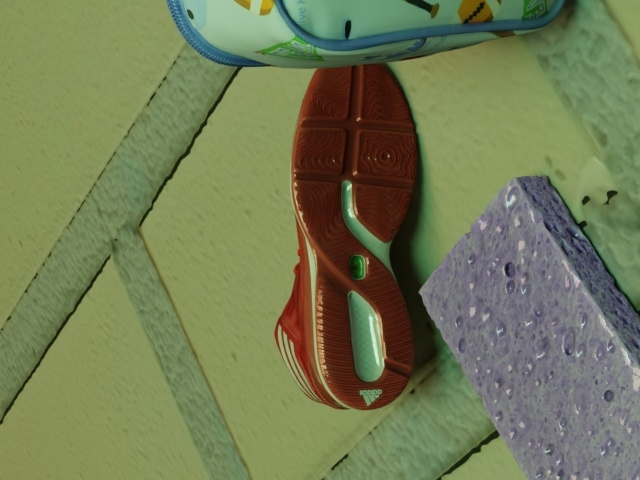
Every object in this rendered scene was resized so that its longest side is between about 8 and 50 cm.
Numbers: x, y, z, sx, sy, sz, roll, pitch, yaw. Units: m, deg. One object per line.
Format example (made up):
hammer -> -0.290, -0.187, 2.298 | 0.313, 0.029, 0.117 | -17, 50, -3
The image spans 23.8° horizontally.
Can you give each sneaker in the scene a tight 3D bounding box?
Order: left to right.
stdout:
sneaker -> 0.000, 0.000, 0.972 | 0.128, 0.087, 0.221 | 157, 117, -66

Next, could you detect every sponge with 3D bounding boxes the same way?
sponge -> 0.139, 0.077, 0.848 | 0.210, 0.031, 0.117 | 60, 139, 26

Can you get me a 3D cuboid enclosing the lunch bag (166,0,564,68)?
lunch bag -> 0.014, -0.241, 0.764 | 0.115, 0.243, 0.304 | 3, 101, 52
